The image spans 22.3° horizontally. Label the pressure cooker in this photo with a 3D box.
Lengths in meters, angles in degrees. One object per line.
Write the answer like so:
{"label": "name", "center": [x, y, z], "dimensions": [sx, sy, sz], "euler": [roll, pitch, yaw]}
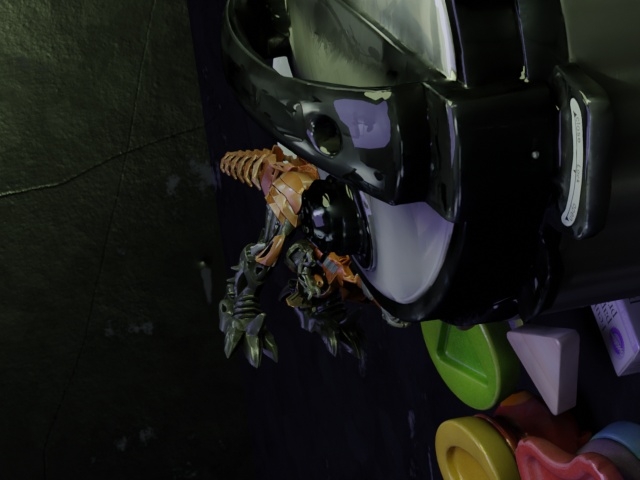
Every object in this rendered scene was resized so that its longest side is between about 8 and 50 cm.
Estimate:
{"label": "pressure cooker", "center": [0.149, -0.130, 1.065], "dimensions": [0.370, 0.420, 0.375], "euler": [120, 138, -68]}

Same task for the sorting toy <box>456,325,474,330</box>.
{"label": "sorting toy", "center": [0.048, -0.084, 1.385], "dimensions": [0.229, 0.041, 0.307], "euler": [55, -168, -66]}

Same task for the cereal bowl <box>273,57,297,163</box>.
{"label": "cereal bowl", "center": [0.088, -0.115, 1.627], "dimensions": [0.339, 0.141, 0.339], "euler": [39, 136, 52]}

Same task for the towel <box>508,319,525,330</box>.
{"label": "towel", "center": [0.208, 0.099, 1.766], "dimensions": [0.083, 0.009, 0.060], "euler": [179, 82, -74]}

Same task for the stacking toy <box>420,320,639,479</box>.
{"label": "stacking toy", "center": [0.227, 0.158, 1.520], "dimensions": [0.309, 0.130, 0.279], "euler": [22, 129, 59]}

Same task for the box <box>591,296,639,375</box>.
{"label": "box", "center": [0.245, -0.041, 1.442], "dimensions": [0.063, 0.067, 0.324], "euler": [109, 149, -61]}

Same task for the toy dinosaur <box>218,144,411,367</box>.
{"label": "toy dinosaur", "center": [0.000, 0.000, 1.591], "dimensions": [0.322, 0.164, 0.218], "euler": [-114, 37, -60]}
